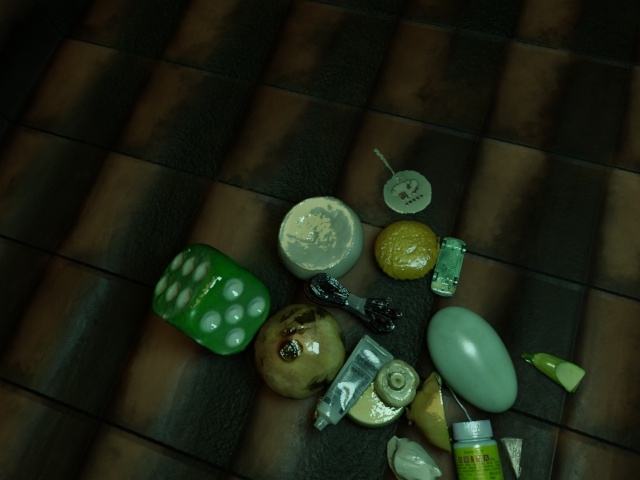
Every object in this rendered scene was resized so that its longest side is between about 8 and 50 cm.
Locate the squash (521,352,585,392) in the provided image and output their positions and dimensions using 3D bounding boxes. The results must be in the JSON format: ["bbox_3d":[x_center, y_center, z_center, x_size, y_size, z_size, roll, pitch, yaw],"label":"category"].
[{"bbox_3d":[0.772,0.424,1.760,0.200,0.075,0.090,27,100,16],"label":"squash"}]

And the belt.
[{"bbox_3d":[0.108,0.217,1.826,0.359,0.094,0.126,23,73,-14],"label":"belt"}]

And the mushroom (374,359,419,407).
[{"bbox_3d":[0.243,0.453,1.678,0.147,0.112,0.148,-1,60,2],"label":"mushroom"}]

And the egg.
[{"bbox_3d":[0.493,0.386,1.721,0.229,0.230,0.371,-30,76,-6],"label":"egg"}]

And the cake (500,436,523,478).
[{"bbox_3d":[0.611,0.694,1.688,0.065,0.052,0.121,8,71,3],"label":"cake"}]

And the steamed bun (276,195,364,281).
[{"bbox_3d":[0.000,0.000,1.930,0.324,0.206,0.325,-2,76,6],"label":"steamed bun"}]

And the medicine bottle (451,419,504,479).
[{"bbox_3d":[0.491,0.685,1.654,0.139,0.139,0.226,-7,69,3],"label":"medicine bottle"}]

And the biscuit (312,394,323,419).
[{"bbox_3d":[0.019,0.580,1.809,0.081,0.018,0.083,12,70,10],"label":"biscuit"}]

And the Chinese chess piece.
[{"bbox_3d":[0.175,0.499,1.779,0.250,0.101,0.251,-2,69,5],"label":"Chinese chess piece"}]

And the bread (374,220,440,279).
[{"bbox_3d":[0.311,0.040,1.919,0.239,0.139,0.240,-2,69,5],"label":"bread"}]

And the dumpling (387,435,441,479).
[{"bbox_3d":[0.289,0.718,1.683,0.199,0.118,0.136,21,86,42],"label":"dumpling"}]

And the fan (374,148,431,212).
[{"bbox_3d":[0.307,-0.247,2.099,0.190,0.009,0.329,-29,70,-5],"label":"fan"}]

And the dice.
[{"bbox_3d":[-0.372,0.202,1.802,0.297,0.300,0.287,19,69,46],"label":"dice"}]

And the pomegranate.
[{"bbox_3d":[-0.068,0.367,1.766,0.321,0.322,0.322,-2,69,5],"label":"pomegranate"}]

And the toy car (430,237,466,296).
[{"bbox_3d":[0.463,0.097,1.917,0.090,0.076,0.224,15,64,12],"label":"toy car"}]

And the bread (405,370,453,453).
[{"bbox_3d":[0.341,0.555,1.707,0.132,0.174,0.252,-9,76,10],"label":"bread"}]

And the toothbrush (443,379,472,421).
[{"bbox_3d":[0.474,0.552,1.774,0.019,0.013,0.193,-31,69,-13],"label":"toothbrush"}]

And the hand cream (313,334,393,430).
[{"bbox_3d":[0.093,0.471,1.717,0.124,0.078,0.341,37,69,12],"label":"hand cream"}]
